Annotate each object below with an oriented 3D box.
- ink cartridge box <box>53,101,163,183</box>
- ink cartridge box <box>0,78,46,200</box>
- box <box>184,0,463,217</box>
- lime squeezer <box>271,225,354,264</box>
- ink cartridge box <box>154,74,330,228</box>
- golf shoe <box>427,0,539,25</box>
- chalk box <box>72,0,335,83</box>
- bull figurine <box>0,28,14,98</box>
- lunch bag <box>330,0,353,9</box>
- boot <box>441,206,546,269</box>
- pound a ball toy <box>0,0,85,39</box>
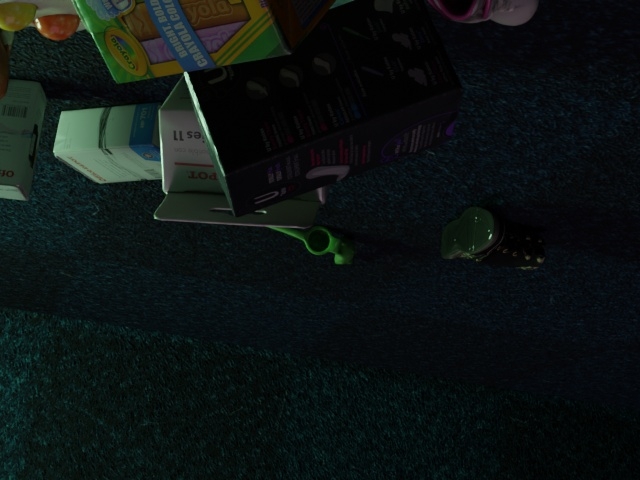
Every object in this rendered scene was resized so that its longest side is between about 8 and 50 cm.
[{"bbox_3d":[-0.309,-0.154,2.123,0.191,0.082,0.140,-1,161,26],"label":"ink cartridge box"},{"bbox_3d":[-0.501,-0.157,2.023,0.128,0.175,0.072,6,163,0],"label":"ink cartridge box"},{"bbox_3d":[0.002,-0.152,1.455,0.270,0.143,0.165,-20,165,-5],"label":"box"},{"bbox_3d":[0.000,0.000,2.596,0.310,0.058,0.110,23,-174,-47],"label":"lime squeezer"},{"bbox_3d":[-0.080,-0.145,1.665,0.207,0.119,0.353,4,-153,7],"label":"ink cartridge box"},{"bbox_3d":[0.161,-0.285,1.442,0.115,0.140,0.306,-4,163,28],"label":"golf shoe"},{"bbox_3d":[-0.148,-0.287,1.373,0.289,0.180,0.179,-5,124,31],"label":"chalk box"},{"bbox_3d":[-0.477,-0.275,1.611,0.101,0.188,0.310,0,162,18],"label":"bull figurine"},{"bbox_3d":[0.011,-0.301,1.523,0.219,0.090,0.176,4,164,7],"label":"lunch bag"},{"bbox_3d":[0.336,-0.001,2.397,0.179,0.085,0.236,8,169,-14],"label":"boot"},{"bbox_3d":[-0.369,-0.293,1.500,0.208,0.135,0.319,-9,174,28],"label":"pound a ball toy"}]
